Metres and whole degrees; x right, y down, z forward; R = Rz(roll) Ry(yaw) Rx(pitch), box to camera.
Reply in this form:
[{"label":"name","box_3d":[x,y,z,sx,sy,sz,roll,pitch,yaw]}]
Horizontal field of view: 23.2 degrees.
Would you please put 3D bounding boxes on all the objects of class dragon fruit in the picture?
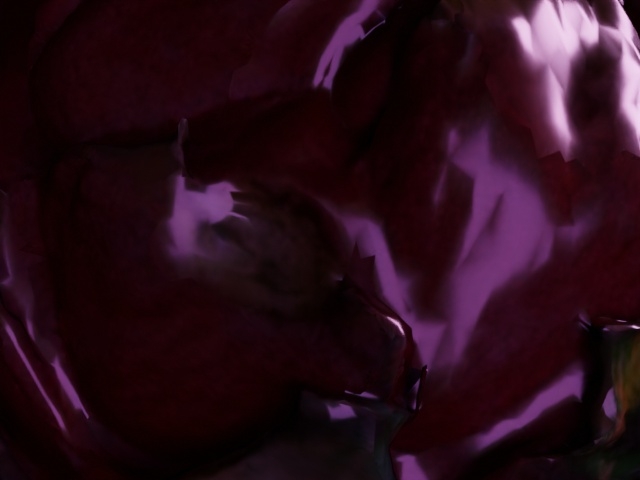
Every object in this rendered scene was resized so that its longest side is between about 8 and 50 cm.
[{"label":"dragon fruit","box_3d":[0.000,0.002,0.514,0.329,0.329,0.329,-12,111,-33]}]
